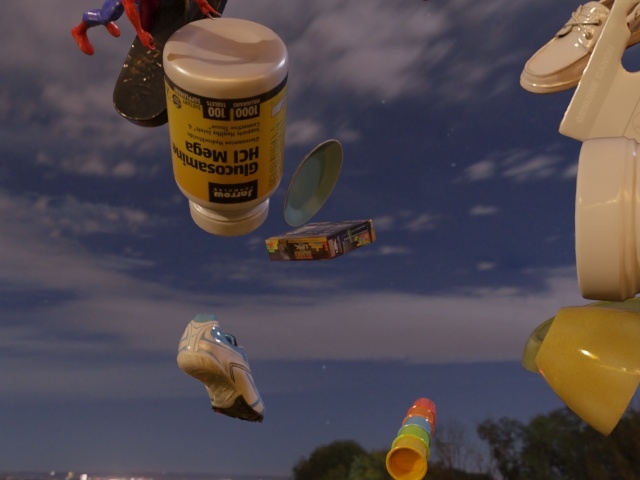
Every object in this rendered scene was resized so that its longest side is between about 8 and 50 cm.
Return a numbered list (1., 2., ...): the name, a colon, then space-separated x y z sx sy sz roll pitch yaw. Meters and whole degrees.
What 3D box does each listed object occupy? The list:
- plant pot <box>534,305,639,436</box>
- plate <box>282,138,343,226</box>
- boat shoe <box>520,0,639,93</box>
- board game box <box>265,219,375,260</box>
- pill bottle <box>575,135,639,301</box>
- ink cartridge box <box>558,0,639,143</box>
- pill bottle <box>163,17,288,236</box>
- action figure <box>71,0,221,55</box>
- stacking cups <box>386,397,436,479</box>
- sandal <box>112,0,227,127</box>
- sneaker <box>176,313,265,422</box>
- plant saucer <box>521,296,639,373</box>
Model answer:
1. plant pot: 0.283 0.121 0.717 0.095 0.134 0.134 27 -11 22
2. plate: -0.020 -0.114 1.323 0.024 0.188 0.188 31 -10 22
3. boat shoe: 0.425 -0.331 1.077 0.277 0.098 0.096 -35 -43 -12
4. board game box: 0.000 0.000 1.354 0.170 0.048 0.141 -2 15 45
5. pill bottle: 0.339 -0.016 0.497 0.278 0.162 0.162 1 -18 26
6. ink cartridge box: 0.513 -0.193 0.785 0.384 0.308 0.091 23 9 9
7. pill bottle: -0.151 -0.171 1.121 0.187 0.188 0.334 2 -44 -4
8. action figure: -0.254 -0.320 0.986 0.139 0.091 0.280 49 -30 -16
9. stacking cups: 0.237 0.470 1.686 0.095 0.096 0.316 -6 11 18
10. sandal: -0.274 -0.429 1.270 0.167 0.446 0.107 8 -15 17
11. sneaker: -0.127 0.188 0.962 0.085 0.086 0.237 4 -37 20
12. plant saucer: 0.410 0.132 1.014 0.240 0.037 0.241 -20 2 1
